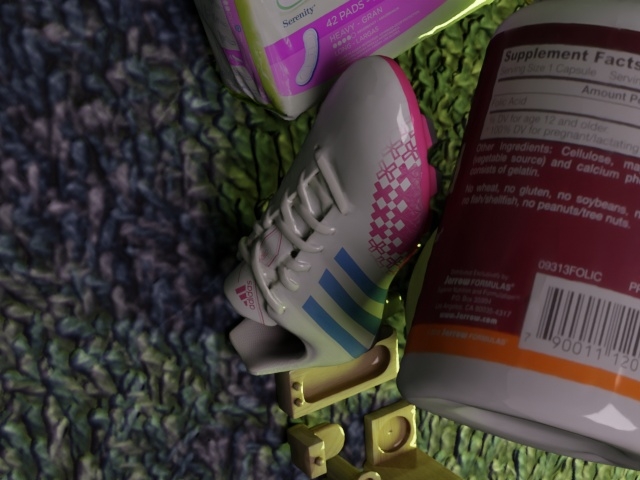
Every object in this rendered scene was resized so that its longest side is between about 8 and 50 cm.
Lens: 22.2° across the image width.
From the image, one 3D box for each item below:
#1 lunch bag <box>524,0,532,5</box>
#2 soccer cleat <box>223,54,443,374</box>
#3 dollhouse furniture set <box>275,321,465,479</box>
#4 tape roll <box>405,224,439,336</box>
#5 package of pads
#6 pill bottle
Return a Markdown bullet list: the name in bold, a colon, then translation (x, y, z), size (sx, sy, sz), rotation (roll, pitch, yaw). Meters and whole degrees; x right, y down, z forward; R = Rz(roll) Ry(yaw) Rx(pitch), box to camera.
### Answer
- **lunch bag**: translation (0.311, -0.274, 1.430), size (0.293, 0.120, 0.258), rotation (-8, 118, -32)
- **soccer cleat**: translation (0.000, 0.000, 1.260), size (0.143, 0.116, 0.331), rotation (-16, 145, -19)
- **dollhouse furniture set**: translation (0.057, 0.170, 1.427), size (0.144, 0.123, 0.151), rotation (-19, 120, -29)
- **tape roll**: translation (0.182, 0.046, 1.402), size (0.072, 0.219, 0.219), rotation (37, 86, -41)
- **package of pads**: translation (-0.007, -0.262, 1.208), size (0.229, 0.101, 0.296), rotation (-32, 125, -22)
- **pill bottle**: translation (0.210, -0.043, 1.212), size (0.224, 0.224, 0.392), rotation (26, 76, -40)
